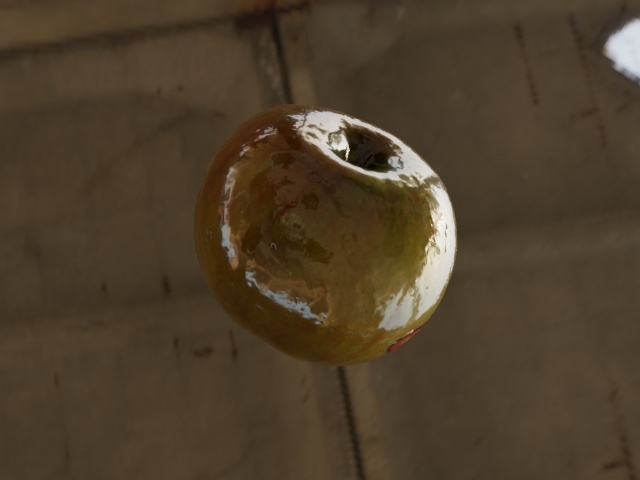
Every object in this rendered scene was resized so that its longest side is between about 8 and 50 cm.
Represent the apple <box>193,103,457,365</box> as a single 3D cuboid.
[{"bbox_3d":[0.000,0.000,1.320,0.182,0.155,0.182,22,-150,-14],"label":"apple"}]
